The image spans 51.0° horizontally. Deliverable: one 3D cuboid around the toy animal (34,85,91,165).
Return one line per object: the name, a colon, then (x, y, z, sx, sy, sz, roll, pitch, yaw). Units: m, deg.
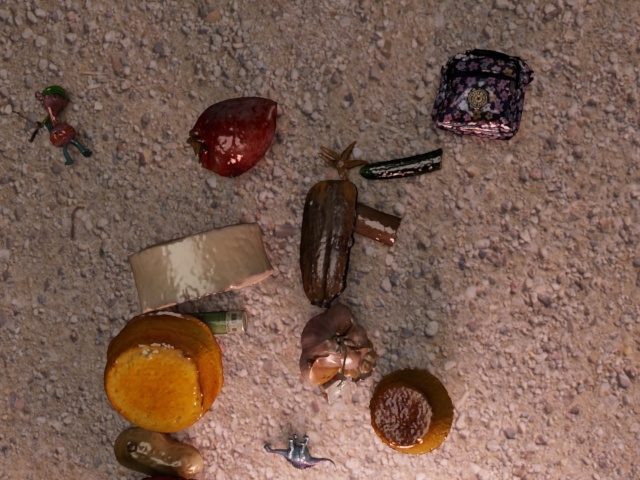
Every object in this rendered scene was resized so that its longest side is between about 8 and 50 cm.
toy animal: (-0.690, -0.302, 1.783, 0.103, 0.100, 0.208, -29, 88, 44)

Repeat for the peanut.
peanut: (-0.413, 0.544, 1.719, 0.236, 0.110, 0.120, 14, 68, 4)

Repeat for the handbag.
handbag: (0.394, -0.357, 1.638, 0.228, 0.127, 0.208, 10, 91, 15)

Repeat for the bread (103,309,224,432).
bread: (-0.393, 0.326, 1.664, 0.312, 0.172, 0.312, 0, 109, 1)

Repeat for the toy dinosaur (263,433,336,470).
toy dinosaur: (-0.051, 0.542, 1.712, 0.197, 0.045, 0.080, 11, 103, 13)

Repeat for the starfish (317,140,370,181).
starfish: (0.062, -0.187, 1.713, 0.133, 0.041, 0.130, -6, 90, 6)

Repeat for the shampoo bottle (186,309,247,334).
shampoo bottle: (-0.294, 0.217, 1.734, 0.204, 0.065, 0.065, -4, 89, 6)

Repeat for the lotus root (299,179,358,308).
lotus root: (0.000, 0.001, 1.654, 0.167, 0.078, 0.330, -7, 73, 42)

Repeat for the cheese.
cheese: (-0.286, 0.062, 1.630, 0.332, 0.292, 0.153, -14, 88, -6)

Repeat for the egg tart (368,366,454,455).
egg tart: (0.208, 0.414, 1.624, 0.215, 0.171, 0.215, -4, 77, 18)

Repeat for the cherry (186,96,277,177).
cherry: (-0.206, -0.268, 1.675, 0.249, 0.192, 0.175, -40, 120, -2)

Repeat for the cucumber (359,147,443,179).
cucumber: (0.204, -0.185, 1.691, 0.214, 0.052, 0.058, -10, 98, 6)

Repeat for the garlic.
garlic: (0.062, 0.285, 1.625, 0.207, 0.257, 0.207, -9, 119, -17)

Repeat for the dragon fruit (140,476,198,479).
dragon fruit: (-0.337, 0.695, 1.613, 0.330, 0.302, 0.240, -44, 41, 29)

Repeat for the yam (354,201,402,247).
yam: (0.136, -0.040, 1.684, 0.127, 0.084, 0.084, 19, 91, 8)

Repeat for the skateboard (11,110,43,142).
skateboard: (-0.801, -0.312, 1.817, 0.083, 0.032, 0.064, 35, 103, 3)

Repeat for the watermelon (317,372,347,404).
watermelon: (0.028, 0.368, 1.696, 0.085, 0.061, 0.085, 1, 95, 15)
